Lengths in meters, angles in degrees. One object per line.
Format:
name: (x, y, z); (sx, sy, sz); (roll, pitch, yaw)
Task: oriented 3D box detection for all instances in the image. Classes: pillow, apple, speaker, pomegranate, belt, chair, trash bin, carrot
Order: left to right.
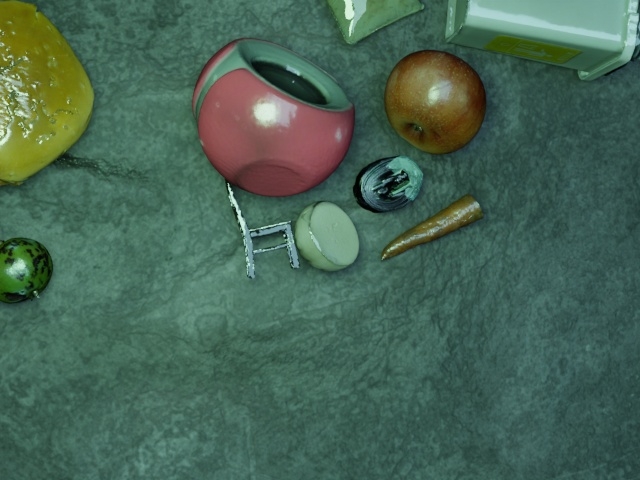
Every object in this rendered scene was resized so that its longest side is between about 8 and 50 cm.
pomegranate: (-0.537, 0.041, 1.767); (0.161, 0.122, 0.122); (35, 79, 17)
chair: (-0.109, -0.043, 1.889); (0.101, 0.084, 0.212); (-12, 91, -8)
speaker: (-0.086, -0.226, 1.806); (0.294, 0.294, 0.294); (1, 88, -15)
pillow: (0.060, -0.545, 1.958); (0.185, 0.075, 0.302); (-30, 96, -16)
belt: (0.131, -0.108, 1.968); (0.140, 0.058, 0.105); (-30, 99, -15)
carrot: (0.210, -0.021, 1.994); (0.224, 0.057, 0.057); (-26, 95, -9)
apple: (0.212, -0.256, 1.922); (0.201, 0.201, 0.162); (30, 73, -12)
trash bin: (0.442, -0.486, 1.982); (0.367, 0.256, 0.296); (6, 88, -6)

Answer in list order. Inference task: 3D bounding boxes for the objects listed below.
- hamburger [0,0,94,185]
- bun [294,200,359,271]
hamburger: (-0.550, -0.258, 1.745); (0.284, 0.174, 0.304); (-41, 105, -24)
bun: (0.000, 0.000, 1.917); (0.138, 0.094, 0.138); (23, 54, -36)
